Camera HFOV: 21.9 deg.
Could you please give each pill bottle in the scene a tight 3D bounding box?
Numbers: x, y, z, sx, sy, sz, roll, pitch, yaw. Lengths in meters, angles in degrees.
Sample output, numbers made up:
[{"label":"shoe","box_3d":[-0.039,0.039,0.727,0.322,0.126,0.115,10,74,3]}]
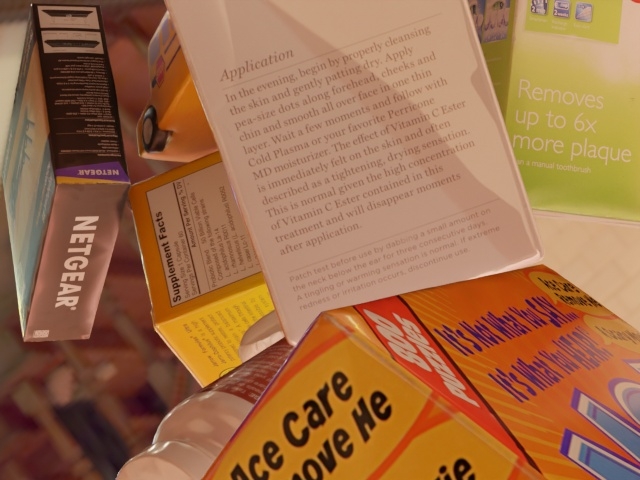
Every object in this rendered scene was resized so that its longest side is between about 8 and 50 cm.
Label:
[{"label":"pill bottle","box_3d":[-0.036,0.143,1.123,0.216,0.121,0.121,-29,162,-50]}]

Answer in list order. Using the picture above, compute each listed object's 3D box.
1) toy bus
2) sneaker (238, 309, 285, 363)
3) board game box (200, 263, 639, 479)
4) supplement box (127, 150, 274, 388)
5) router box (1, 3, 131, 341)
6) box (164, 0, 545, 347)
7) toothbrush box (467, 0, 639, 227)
[{"label":"toy bus","box_3d":[-0.101,-0.199,1.706,0.108,0.130,0.332,1,156,-23]},{"label":"sneaker","box_3d":[0.026,0.058,1.546,0.235,0.095,0.090,-22,138,-16]},{"label":"board game box","box_3d":[0.091,0.259,0.622,0.356,0.356,0.356,-55,167,11]},{"label":"supplement box","box_3d":[0.000,0.000,1.780,0.356,0.194,0.195,-21,143,7]},{"label":"router box","box_3d":[-0.286,-0.069,1.823,0.081,0.243,0.309,-2,145,-19]},{"label":"box","box_3d":[-0.006,-0.143,1.035,0.168,0.345,0.215,-19,-164,-1]},{"label":"toothbrush box","box_3d":[0.229,-0.157,1.391,0.206,0.283,0.122,7,178,-19]}]
